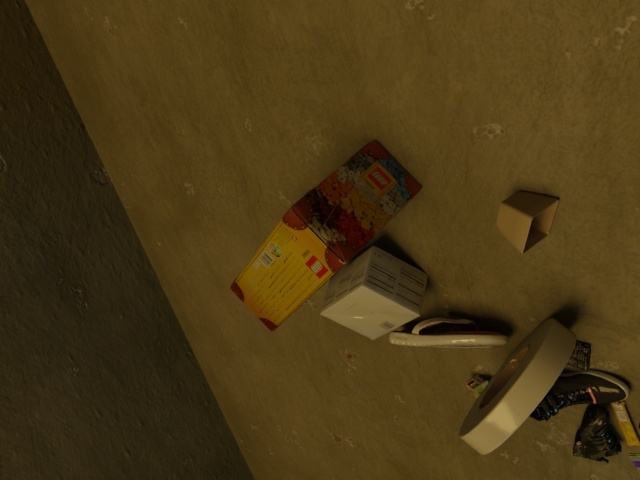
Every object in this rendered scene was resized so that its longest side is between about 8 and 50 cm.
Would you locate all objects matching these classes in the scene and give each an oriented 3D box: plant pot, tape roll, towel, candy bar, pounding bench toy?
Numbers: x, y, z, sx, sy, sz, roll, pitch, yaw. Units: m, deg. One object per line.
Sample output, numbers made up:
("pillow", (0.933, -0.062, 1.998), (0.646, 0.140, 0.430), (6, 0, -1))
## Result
("plant pot", (0.477, -0.054, 1.441), (0.096, 0.109, 0.109), (37, 143, 34))
("tape roll", (0.494, 0.366, 1.554), (0.072, 0.392, 0.392), (38, 142, 12))
("towel", (0.895, 0.623, 1.692), (0.060, 0.009, 0.083), (-16, 110, 51))
("candy bar", (0.820, 0.492, 1.643), (0.040, 0.018, 0.162), (-12, 113, 45))
("pounding bench toy", (0.501, 0.446, 1.896), (0.052, 0.083, 0.065), (62, 172, -14))

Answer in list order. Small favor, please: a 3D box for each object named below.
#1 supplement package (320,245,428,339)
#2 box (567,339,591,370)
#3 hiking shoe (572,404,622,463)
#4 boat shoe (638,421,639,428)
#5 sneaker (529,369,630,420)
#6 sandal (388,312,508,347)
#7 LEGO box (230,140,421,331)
("supplement package", (0.159, 0.164, 1.851), (0.204, 0.145, 0.262), (28, 146, -15))
("box", (0.675, 0.300, 1.618), (0.067, 0.018, 0.083), (14, 131, 37))
("hiking shoe", (0.775, 0.533, 1.689), (0.114, 0.086, 0.227), (15, 139, 18))
("boat shoe", (0.841, 0.452, 1.500), (0.113, 0.127, 0.340), (12, 128, 40))
("sneaker", (0.659, 0.424, 1.639), (0.295, 0.147, 0.105), (-6, 116, 46))
("sandal", (0.358, 0.266, 1.826), (0.416, 0.169, 0.102), (-10, 74, 49))
("LEGO box", (0.000, 0.000, 1.732), (0.193, 0.372, 0.500), (46, 143, 2))
